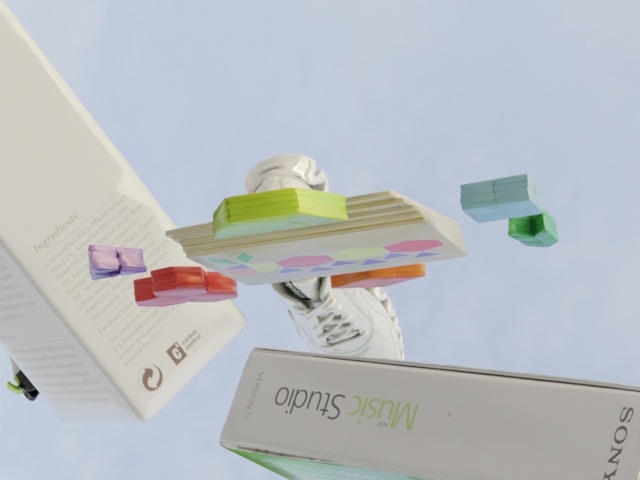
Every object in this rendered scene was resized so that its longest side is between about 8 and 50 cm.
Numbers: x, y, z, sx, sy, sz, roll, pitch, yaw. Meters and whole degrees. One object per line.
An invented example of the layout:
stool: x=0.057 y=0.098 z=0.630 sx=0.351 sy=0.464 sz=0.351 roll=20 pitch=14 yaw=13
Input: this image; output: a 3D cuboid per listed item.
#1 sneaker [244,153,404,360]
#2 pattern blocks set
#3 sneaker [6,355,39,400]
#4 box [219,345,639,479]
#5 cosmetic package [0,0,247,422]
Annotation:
sneaker: x=0.000 y=0.056 z=1.689 sx=0.110 sy=0.292 sz=0.118 roll=-24 pitch=-156 yaw=13
pattern blocks set: x=0.000 y=0.000 z=1.121 sx=0.325 sy=0.285 sz=0.026 roll=-6 pitch=-102 yaw=7
sneaker: x=-0.278 y=0.161 z=2.046 sx=0.084 sy=0.235 sz=0.097 roll=106 pitch=-26 yaw=-56
box: x=0.139 y=0.140 z=0.795 sx=0.232 sy=0.322 sz=0.058 roll=2 pitch=-111 yaw=43
cosmetic package: x=-0.303 y=-0.034 z=1.648 sx=0.161 sy=0.453 sz=0.230 roll=-44 pitch=-163 yaw=-26
